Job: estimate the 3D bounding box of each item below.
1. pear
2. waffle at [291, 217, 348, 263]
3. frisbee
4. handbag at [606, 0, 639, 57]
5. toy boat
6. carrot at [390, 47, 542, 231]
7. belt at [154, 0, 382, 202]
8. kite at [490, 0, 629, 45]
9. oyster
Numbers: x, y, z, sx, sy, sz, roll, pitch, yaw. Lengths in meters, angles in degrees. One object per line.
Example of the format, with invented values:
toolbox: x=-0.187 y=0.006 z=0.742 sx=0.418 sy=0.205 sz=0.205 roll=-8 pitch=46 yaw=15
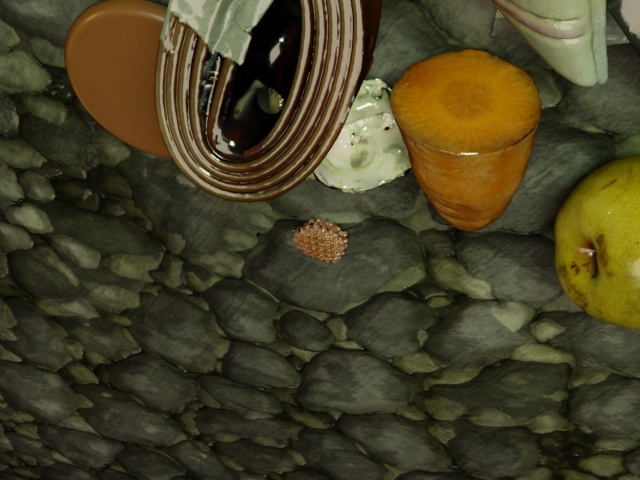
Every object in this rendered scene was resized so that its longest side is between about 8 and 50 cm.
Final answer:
pear: x=0.380 y=0.001 z=0.887 sx=0.208 sy=0.209 sz=0.209 roll=10 pitch=139 yaw=9
waffle: x=0.000 y=0.000 z=1.143 sx=0.083 sy=0.029 sz=0.075 roll=33 pitch=136 yaw=-14
frisbee: x=-0.214 y=-0.198 z=1.005 sx=0.250 sy=0.021 sz=0.251 roll=11 pitch=140 yaw=9
handbag: x=0.441 y=-0.212 z=0.669 sx=0.288 sy=0.152 sz=0.342 roll=33 pitch=135 yaw=-11
toy boat: x=0.162 y=-0.278 z=0.647 sx=0.276 sy=0.111 sz=0.293 roll=51 pitch=170 yaw=14
carrot: x=0.169 y=-0.095 z=0.908 sx=0.159 sy=0.159 sz=0.225 roll=6 pitch=149 yaw=13
belt: x=-0.055 y=-0.207 z=0.812 sx=0.217 sy=0.122 sz=0.339 roll=21 pitch=125 yaw=2
kite: x=0.260 y=-0.287 z=0.708 sx=0.169 sy=0.015 sz=0.310 roll=8 pitch=150 yaw=8
oyster: x=0.023 y=-0.141 z=0.955 sx=0.191 sy=0.081 sz=0.163 roll=40 pitch=109 yaw=-15
